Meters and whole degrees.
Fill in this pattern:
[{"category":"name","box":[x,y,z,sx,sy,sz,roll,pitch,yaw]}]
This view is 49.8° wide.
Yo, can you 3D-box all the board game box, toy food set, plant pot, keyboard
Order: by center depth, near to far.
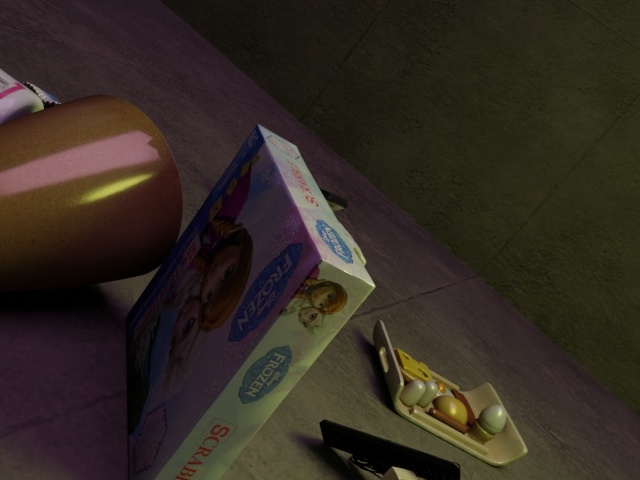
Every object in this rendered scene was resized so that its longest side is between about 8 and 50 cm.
[{"category":"board game box","box":[-0.104,0.069,0.749,0.066,0.318,0.318,28,18,-28]},{"category":"plant pot","box":[-0.329,-0.037,0.782,0.237,0.237,0.254,42,30,14]},{"category":"keyboard","box":[0.088,0.297,0.914,0.192,0.038,0.100,13,-34,22]},{"category":"toy food set","box":[0.240,0.280,1.318,0.306,0.092,0.219,33,17,-20]}]

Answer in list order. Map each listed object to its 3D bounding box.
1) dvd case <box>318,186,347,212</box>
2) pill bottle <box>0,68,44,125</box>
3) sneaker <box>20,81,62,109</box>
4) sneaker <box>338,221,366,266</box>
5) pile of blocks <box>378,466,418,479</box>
[{"category":"dvd case","box":[-0.085,-0.092,1.538,0.253,0.180,0.022,20,61,-47]},{"category":"pill bottle","box":[-0.522,-0.205,0.889,0.283,0.160,0.160,37,16,-4]},{"category":"sneaker","box":[-0.471,-0.226,1.241,0.162,0.063,0.073,42,13,13]},{"category":"sneaker","box":[0.000,0.000,1.534,0.305,0.114,0.152,16,26,-53]},{"category":"pile of blocks","box":[0.186,0.402,0.828,0.362,0.112,0.149,36,16,-4]}]
